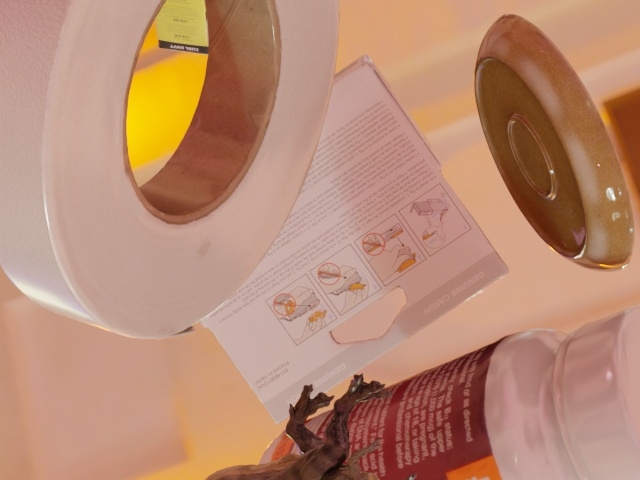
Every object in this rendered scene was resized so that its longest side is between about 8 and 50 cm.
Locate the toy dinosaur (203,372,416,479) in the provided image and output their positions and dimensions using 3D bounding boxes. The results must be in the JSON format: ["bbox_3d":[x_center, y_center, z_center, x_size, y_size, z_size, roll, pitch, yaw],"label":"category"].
[{"bbox_3d":[0.000,0.164,1.421,0.064,0.268,0.118,36,-117,-42],"label":"toy dinosaur"}]

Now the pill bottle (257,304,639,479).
[{"bbox_3d":[0.150,0.210,1.662,0.224,0.392,0.224,31,-134,-39],"label":"pill bottle"}]

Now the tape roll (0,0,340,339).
[{"bbox_3d":[-0.112,-0.118,1.437,0.392,0.072,0.392,-39,-43,-48],"label":"tape roll"}]

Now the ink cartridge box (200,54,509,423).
[{"bbox_3d":[0.000,0.000,1.942,0.261,0.296,0.066,55,-171,-9],"label":"ink cartridge box"}]

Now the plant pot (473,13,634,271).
[{"bbox_3d":[0.187,-0.075,1.593,0.236,0.032,0.236,59,167,23],"label":"plant pot"}]

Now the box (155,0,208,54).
[{"bbox_3d":[-0.131,-0.290,1.831,0.232,0.058,0.087,88,-167,-51],"label":"box"}]
